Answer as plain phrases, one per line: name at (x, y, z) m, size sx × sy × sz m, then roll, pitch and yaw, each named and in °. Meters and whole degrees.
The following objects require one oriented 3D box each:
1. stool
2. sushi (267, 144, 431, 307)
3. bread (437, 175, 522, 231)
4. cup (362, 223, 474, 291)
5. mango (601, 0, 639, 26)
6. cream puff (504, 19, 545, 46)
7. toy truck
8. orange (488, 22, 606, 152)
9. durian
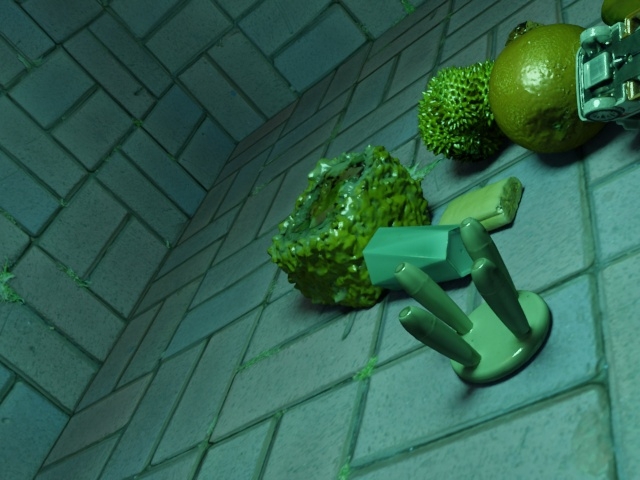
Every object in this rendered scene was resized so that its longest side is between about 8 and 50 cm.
stool at (0.249, 0.106, 1.269) m, size 0.195 × 0.198 × 0.195 m, roll -37°, pitch 19°, yaw 20°
sushi at (0.066, -0.038, 1.853) m, size 0.351 × 0.240 × 0.396 m, roll -12°, pitch 40°, yaw 54°
bread at (0.340, -0.065, 1.637) m, size 0.178 × 0.060 × 0.139 m, roll -25°, pitch 27°, yaw 43°
cup at (0.221, 0.030, 1.590) m, size 0.236 × 0.134 × 0.148 m, roll -10°, pitch 41°, yaw 51°
mango at (0.769, -0.595, 1.795) m, size 0.221 × 0.120 × 0.151 m, roll -27°, pitch 26°, yaw 56°
cream puff at (0.582, -0.562, 2.124) m, size 0.119 × 0.104 × 0.133 m, roll -29°, pitch 22°, yaw 51°
toy truck at (0.618, -0.317, 1.273) m, size 0.387 × 0.207 × 0.173 m, roll 155°, pitch 118°, yaw -68°
orange at (0.483, -0.314, 1.570) m, size 0.274 × 0.274 × 0.274 m, roll -38°, pitch 21°, yaw 17°
durian at (0.360, -0.317, 1.824) m, size 0.291 × 0.291 × 0.224 m, roll -41°, pitch 56°, yaw 9°
